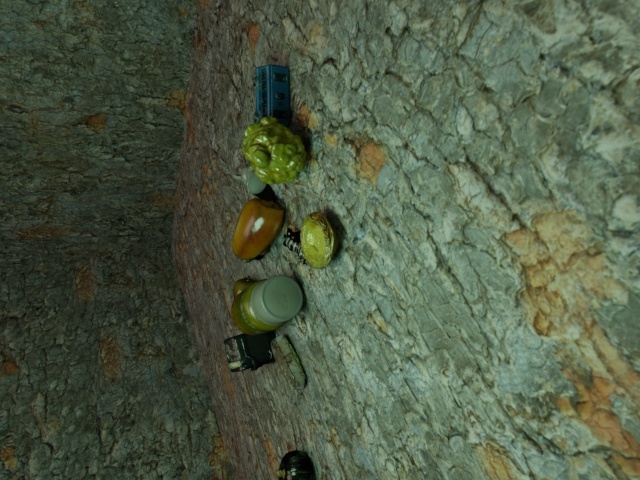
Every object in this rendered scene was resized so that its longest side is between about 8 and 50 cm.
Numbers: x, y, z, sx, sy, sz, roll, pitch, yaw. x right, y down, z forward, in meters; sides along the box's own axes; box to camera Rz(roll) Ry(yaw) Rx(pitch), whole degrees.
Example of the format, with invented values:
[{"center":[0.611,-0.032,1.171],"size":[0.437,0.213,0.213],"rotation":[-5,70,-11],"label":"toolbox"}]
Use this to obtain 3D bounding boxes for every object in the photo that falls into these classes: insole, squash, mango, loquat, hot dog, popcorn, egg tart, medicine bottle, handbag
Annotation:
[{"center":[-0.282,-0.232,1.933],"size":[0.348,0.009,0.119],"rotation":[37,125,51],"label":"insole"},{"center":[-0.112,1.030,1.773],"size":[0.193,0.155,0.193],"rotation":[-20,61,41],"label":"squash"},{"center":[-0.300,-0.043,1.795],"size":[0.201,0.199,0.350],"rotation":[40,118,5],"label":"mango"},{"center":[-0.384,0.265,2.086],"size":[0.163,0.137,0.163],"rotation":[179,90,-78],"label":"loquat"},{"center":[-0.145,0.546,1.801],"size":[0.268,0.075,0.144],"rotation":[56,145,32],"label":"hot dog"},{"center":[-0.167,-0.319,1.505],"size":[0.235,0.241,0.250],"rotation":[-63,31,22],"label":"popcorn"},{"center":[0.002,0.000,1.421],"size":[0.212,0.090,0.213],"rotation":[18,111,59],"label":"egg tart"},{"center":[-0.238,0.284,1.756],"size":[0.384,0.224,0.225],"rotation":[-33,68,56],"label":"medicine bottle"},{"center":[-0.331,0.531,1.933],"size":[0.181,0.254,0.182],"rotation":[-30,73,45],"label":"handbag"}]

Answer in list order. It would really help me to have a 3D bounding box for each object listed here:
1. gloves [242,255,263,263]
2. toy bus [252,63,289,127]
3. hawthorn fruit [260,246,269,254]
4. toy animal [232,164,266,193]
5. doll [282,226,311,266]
[{"center":[-0.372,0.055,2.061],"size":[0.268,0.107,0.135],"rotation":[-5,61,62],"label":"gloves"},{"center":[-0.191,-0.564,1.605],"size":[0.134,0.113,0.247],"rotation":[13,106,52],"label":"toy bus"},{"center":[-0.293,0.043,1.917],"size":[0.067,0.103,0.067],"rotation":[161,90,-82],"label":"hawthorn fruit"},{"center":[-0.338,-0.308,1.906],"size":[0.220,0.103,0.131],"rotation":[34,117,51],"label":"toy animal"},{"center":[-0.082,0.026,1.594],"size":[0.219,0.067,0.091],"rotation":[41,127,41],"label":"doll"}]
